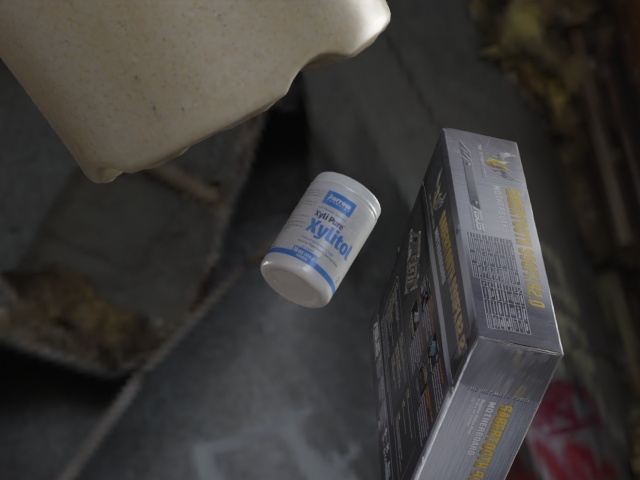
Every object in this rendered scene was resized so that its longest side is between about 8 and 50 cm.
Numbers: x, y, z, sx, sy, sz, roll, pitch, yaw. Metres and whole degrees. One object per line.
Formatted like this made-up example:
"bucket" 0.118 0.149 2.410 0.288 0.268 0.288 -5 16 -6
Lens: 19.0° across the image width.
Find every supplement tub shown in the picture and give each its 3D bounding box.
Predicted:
"supplement tub" 0.000 0.000 1.709 0.071 0.107 0.071 25 -25 12

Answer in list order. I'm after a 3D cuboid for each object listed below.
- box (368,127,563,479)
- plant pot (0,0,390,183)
"box" 0.088 0.065 1.247 0.056 0.231 0.183 12 -56 -11
"plant pot" -0.120 -0.217 1.204 0.333 0.305 0.334 -28 10 5
